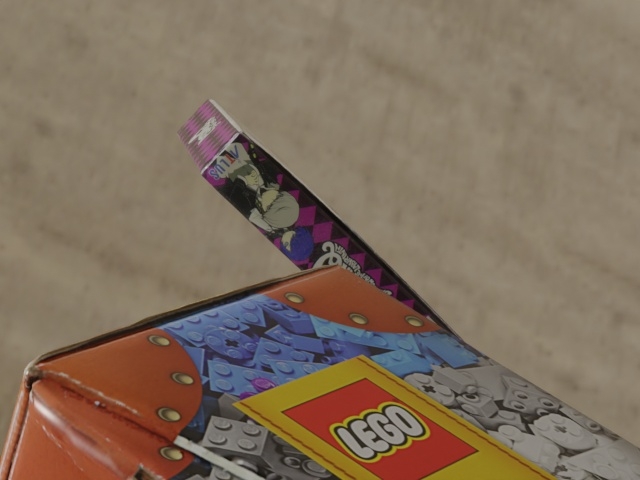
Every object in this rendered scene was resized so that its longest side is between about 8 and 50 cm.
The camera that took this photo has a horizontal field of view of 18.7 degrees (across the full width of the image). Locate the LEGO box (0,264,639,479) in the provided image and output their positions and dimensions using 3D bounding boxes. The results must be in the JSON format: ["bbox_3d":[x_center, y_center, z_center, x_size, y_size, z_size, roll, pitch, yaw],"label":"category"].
[{"bbox_3d":[0.020,0.324,0.733,0.372,0.193,0.500,31,-64,27],"label":"LEGO box"}]

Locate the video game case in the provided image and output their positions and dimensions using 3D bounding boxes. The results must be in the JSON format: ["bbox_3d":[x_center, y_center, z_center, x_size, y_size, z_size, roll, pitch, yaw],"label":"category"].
[{"bbox_3d":[0.000,0.000,1.260,0.210,0.042,0.232,43,1,-12],"label":"video game case"}]
